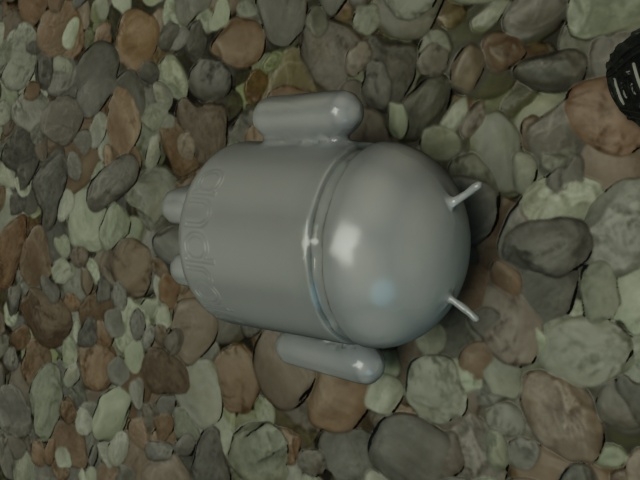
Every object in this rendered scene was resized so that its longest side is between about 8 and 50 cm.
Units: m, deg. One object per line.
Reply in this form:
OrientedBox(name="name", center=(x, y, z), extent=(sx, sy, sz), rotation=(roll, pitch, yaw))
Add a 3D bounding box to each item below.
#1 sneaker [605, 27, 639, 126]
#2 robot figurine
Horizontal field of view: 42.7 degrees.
OrientedBox(name="sneaker", center=(0.358, -0.161, 0.654), extent=(0.271, 0.108, 0.100), rotation=(-19, 96, 49))
OrientedBox(name="robot figurine", center=(0.000, 0.000, 0.831), extent=(0.353, 0.200, 0.300), rotation=(4, 111, 36))
